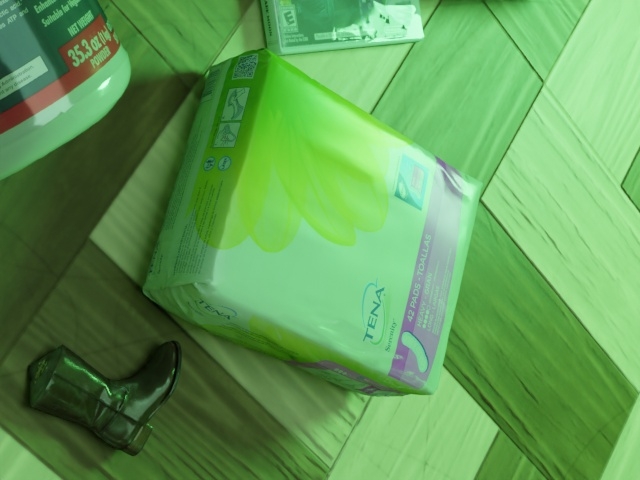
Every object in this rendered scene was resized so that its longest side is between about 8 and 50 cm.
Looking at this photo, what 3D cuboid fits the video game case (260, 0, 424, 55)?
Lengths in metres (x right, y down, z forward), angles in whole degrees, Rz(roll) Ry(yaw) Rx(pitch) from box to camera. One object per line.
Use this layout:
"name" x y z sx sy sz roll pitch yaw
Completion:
"video game case" 0.015 -0.265 1.388 0.190 0.022 0.173 -12 95 -41

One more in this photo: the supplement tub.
"supplement tub" -0.270 -0.182 1.020 0.191 0.191 0.272 -42 115 -35

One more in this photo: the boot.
"boot" -0.174 0.105 1.194 0.114 0.037 0.106 34 64 -30

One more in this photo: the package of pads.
"package of pads" 0.000 0.000 1.308 0.296 0.101 0.229 28 68 -36
